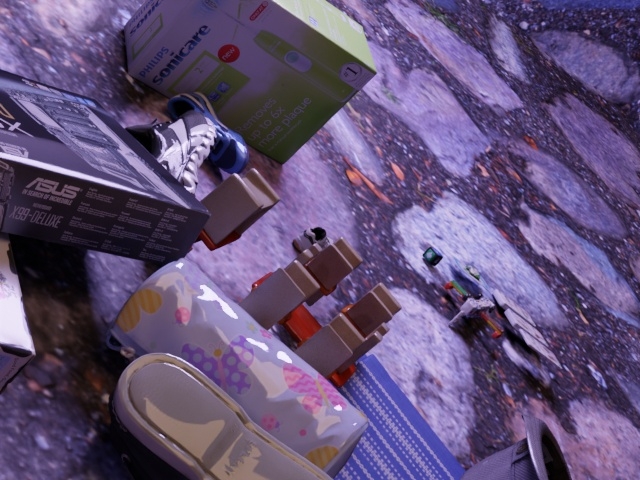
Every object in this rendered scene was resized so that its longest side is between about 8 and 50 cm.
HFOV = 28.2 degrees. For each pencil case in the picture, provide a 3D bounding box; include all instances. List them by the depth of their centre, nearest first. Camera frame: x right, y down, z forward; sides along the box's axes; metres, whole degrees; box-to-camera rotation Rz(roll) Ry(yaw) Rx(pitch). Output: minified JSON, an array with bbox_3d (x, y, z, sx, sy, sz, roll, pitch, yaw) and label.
[{"bbox_3d":[-0.082,0.139,1.260,0.273,0.113,0.124,40,33,7],"label":"pencil case"}]

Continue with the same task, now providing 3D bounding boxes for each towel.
[{"bbox_3d":[0.057,0.270,1.433,0.243,0.040,0.336,51,27,5],"label":"towel"}]

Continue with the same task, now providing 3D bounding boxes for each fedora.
[{"bbox_3d":[0.230,0.332,1.454,0.275,0.124,0.243,-83,151,-62],"label":"fedora"}]

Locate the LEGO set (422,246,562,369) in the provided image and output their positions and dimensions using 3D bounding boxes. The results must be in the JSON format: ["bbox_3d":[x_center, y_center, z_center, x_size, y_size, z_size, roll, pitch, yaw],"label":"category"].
[{"bbox_3d":[0.254,0.108,1.988,0.244,0.060,0.182,36,15,-25],"label":"LEGO set"}]

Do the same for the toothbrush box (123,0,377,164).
[{"bbox_3d":[-0.097,-0.264,1.763,0.283,0.206,0.122,31,30,-33],"label":"toothbrush box"}]

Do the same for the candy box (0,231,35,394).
[{"bbox_3d":[-0.365,0.031,1.063,0.233,0.071,0.159,23,32,-40],"label":"candy box"}]

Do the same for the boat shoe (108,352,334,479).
[{"bbox_3d":[-0.069,0.255,1.157,0.340,0.113,0.127,41,46,3],"label":"boat shoe"}]

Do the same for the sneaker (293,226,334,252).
[{"bbox_3d":[0.000,0.000,1.727,0.032,0.037,0.083,55,24,20],"label":"sneaker"}]

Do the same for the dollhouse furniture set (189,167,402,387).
[{"bbox_3d":[-0.051,0.058,1.440,0.259,0.135,0.262,50,16,4],"label":"dollhouse furniture set"}]

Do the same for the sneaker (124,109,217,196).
[{"bbox_3d":[-0.191,-0.114,1.544,0.106,0.078,0.234,41,28,-19],"label":"sneaker"}]

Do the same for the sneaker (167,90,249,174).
[{"bbox_3d":[-0.151,-0.140,1.680,0.144,0.053,0.059,48,23,22],"label":"sneaker"}]

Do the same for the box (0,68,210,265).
[{"bbox_3d":[-0.292,-0.088,1.265,0.307,0.076,0.242,16,21,-51],"label":"box"}]
